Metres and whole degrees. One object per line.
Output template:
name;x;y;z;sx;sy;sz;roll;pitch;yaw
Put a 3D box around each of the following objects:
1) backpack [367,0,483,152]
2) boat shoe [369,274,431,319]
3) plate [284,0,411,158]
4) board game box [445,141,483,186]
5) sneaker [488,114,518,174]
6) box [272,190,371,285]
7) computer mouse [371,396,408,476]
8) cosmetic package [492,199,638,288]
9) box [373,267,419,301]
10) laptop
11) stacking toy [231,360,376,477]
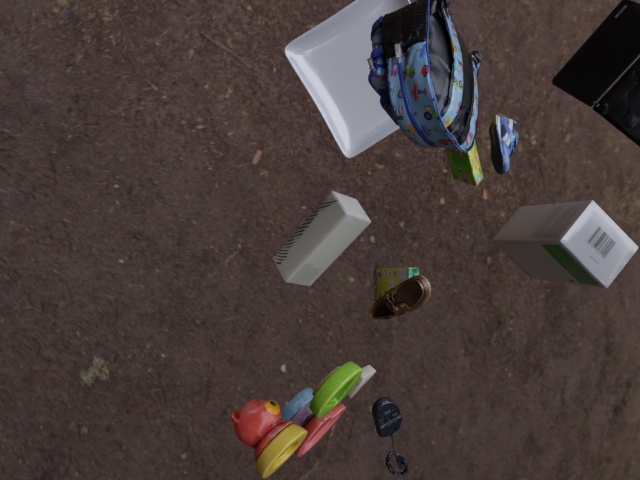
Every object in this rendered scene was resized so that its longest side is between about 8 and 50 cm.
backpack;0.133;-0.191;0.727;0.158;0.117;0.173;33;53;-50
boat shoe;0.164;0.127;1.205;0.060;0.178;0.064;-19;75;-35
plate;0.106;-0.362;1.236;0.277;0.045;0.278;-30;99;12
board game box;0.451;-0.258;1.826;0.043;0.092;0.181;-48;138;-16
sneaker;0.409;-0.212;1.271;0.059;0.053;0.144;7;69;-7
box;0.000;0.000;1.580;0.113;0.094;0.275;16;125;-47
computer mouse;0.174;0.489;1.442;0.071;0.041;0.242;-21;111;-21
cosmetic package;0.685;0.008;1.661;0.197;0.365;0.155;42;82;-7
box;0.219;0.133;1.705;0.043;0.179;0.105;2;86;-33
laptop;0.698;-0.362;1.269;0.264;0.136;0.234;40;110;3
stacking toy;-0.035;0.334;1.229;0.279;0.130;0.309;-50;160;3
